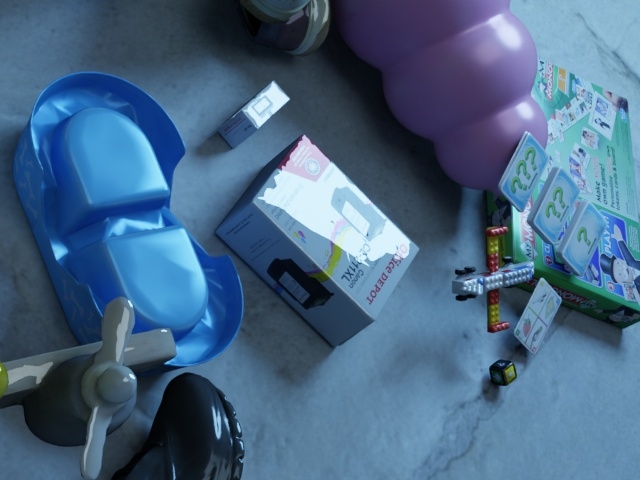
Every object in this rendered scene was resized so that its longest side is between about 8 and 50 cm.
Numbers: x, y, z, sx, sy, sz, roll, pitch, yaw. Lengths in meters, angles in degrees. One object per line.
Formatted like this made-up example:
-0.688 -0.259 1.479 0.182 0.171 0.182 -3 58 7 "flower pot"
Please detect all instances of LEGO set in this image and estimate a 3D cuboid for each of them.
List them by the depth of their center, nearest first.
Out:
0.231 0.032 1.751 0.182 0.060 0.244 44 67 -38 "LEGO set"

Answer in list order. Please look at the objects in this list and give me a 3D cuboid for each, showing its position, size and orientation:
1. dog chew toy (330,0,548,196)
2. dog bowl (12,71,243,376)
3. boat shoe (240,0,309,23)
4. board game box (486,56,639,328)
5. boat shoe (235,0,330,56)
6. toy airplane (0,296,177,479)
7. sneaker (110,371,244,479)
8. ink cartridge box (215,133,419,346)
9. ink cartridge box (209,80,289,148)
0.148 -0.207 1.805 0.206 0.206 0.332 -30 95 -45 "dog chew toy"
-0.185 -0.009 1.493 0.166 0.074 0.297 -12 73 -43 "dog bowl"
0.018 -0.374 1.713 0.121 0.110 0.341 36 55 -25 "boat shoe"
0.292 -0.070 1.943 0.213 0.046 0.317 21 54 -28 "board game box"
-0.067 -0.338 1.768 0.092 0.103 0.285 0 71 -45 "boat shoe"
-0.316 0.127 1.092 0.272 0.386 0.384 59 5 25 "toy airplane"
-0.146 0.231 1.367 0.130 0.109 0.286 23 51 -20 "sneaker"
0.000 0.000 1.641 0.175 0.072 0.127 44 45 -10 "ink cartridge box"
-0.074 -0.126 1.672 0.028 0.048 0.083 49 46 -5 "ink cartridge box"
